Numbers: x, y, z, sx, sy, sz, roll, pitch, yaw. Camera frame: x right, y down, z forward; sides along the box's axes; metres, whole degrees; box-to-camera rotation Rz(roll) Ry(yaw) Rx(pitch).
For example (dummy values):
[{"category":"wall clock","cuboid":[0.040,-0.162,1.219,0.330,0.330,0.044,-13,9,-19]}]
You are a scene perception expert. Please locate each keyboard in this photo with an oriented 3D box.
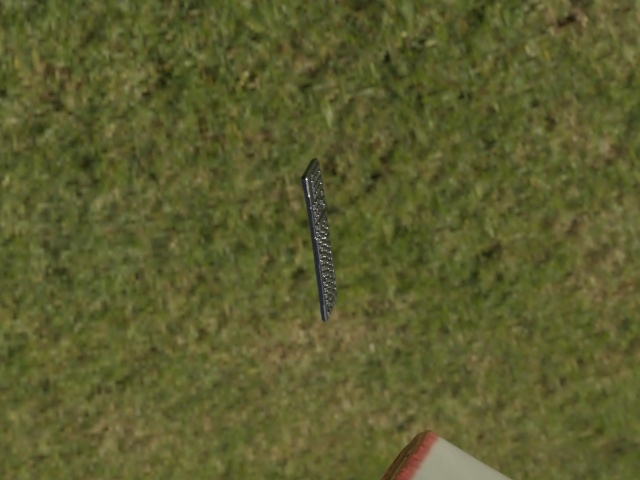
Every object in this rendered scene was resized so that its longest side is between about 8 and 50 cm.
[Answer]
[{"category":"keyboard","cuboid":[0.000,0.000,1.247,0.010,0.053,0.155,-1,115,14]}]

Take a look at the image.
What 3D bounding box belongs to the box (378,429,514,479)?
[{"category":"box","cuboid":[0.067,0.252,0.238,0.314,0.312,0.300,-64,170,6]}]
